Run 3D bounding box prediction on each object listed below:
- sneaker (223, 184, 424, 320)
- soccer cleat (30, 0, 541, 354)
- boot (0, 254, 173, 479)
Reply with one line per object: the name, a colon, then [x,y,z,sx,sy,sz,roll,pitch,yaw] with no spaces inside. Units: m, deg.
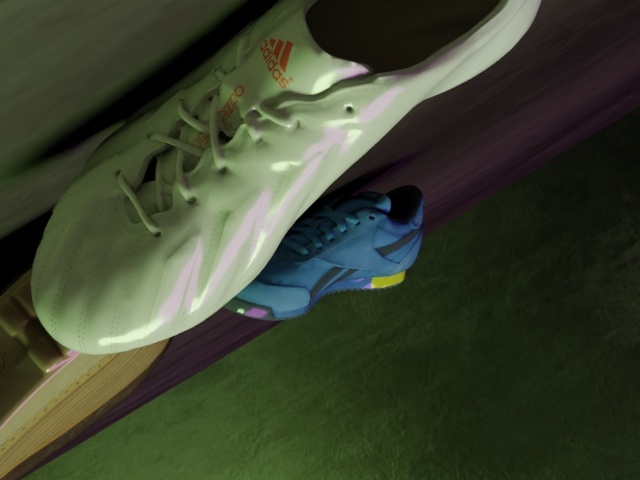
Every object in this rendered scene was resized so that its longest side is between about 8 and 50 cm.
sneaker: [0.000,0.000,1.087,0.209,0.069,0.082,-14,131,-47]
soccer cleat: [-0.015,-0.039,0.463,0.196,0.068,0.076,-38,171,1]
boot: [-0.164,0.088,0.652,0.248,0.090,0.207,-35,174,-6]
